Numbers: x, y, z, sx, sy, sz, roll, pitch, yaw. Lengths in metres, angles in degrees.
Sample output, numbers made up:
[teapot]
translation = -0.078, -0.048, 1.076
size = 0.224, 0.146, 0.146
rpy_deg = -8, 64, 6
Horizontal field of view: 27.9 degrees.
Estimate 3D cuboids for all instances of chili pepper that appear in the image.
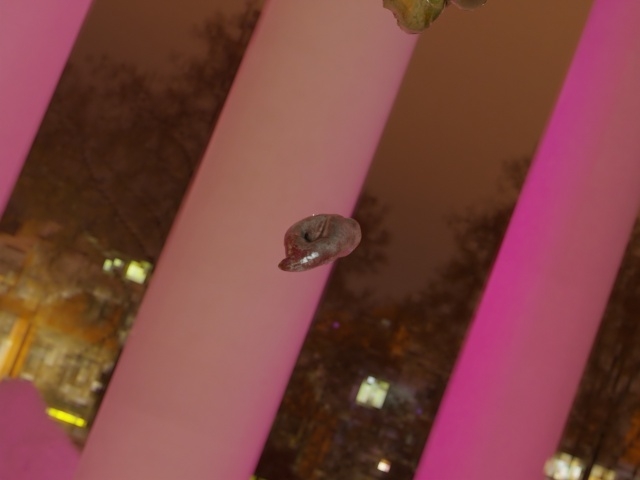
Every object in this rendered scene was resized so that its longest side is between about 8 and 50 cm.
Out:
[chili pepper]
translation = 0.000, -0.001, 1.062
size = 0.050, 0.041, 0.153
rpy_deg = -14, 1, 19

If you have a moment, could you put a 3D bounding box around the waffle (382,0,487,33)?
[waffle]
translation = 0.103, -0.344, 1.070
size = 0.297, 0.317, 0.073
rpy_deg = 52, -4, -13
